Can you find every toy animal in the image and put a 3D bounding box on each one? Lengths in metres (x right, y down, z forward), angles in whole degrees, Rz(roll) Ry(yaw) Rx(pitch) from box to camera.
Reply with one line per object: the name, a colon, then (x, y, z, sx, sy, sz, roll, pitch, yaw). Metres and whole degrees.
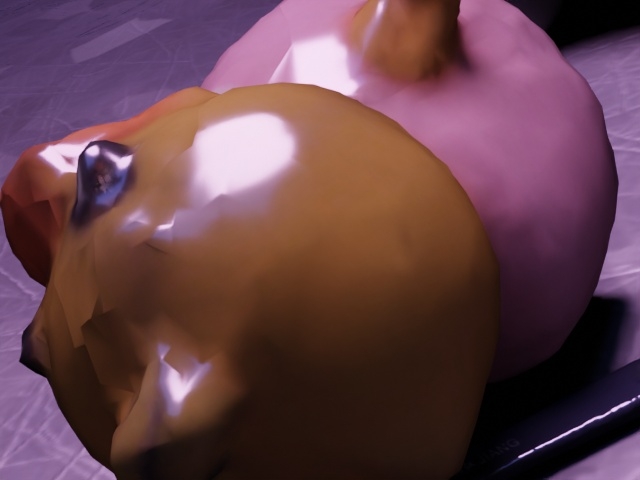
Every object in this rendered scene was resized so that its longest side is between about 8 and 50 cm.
toy animal: (0.003, 0.003, 0.531, 0.169, 0.195, 0.281, 29, 32, 17)

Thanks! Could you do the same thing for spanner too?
spanner: (0.032, 0.084, 0.515, 0.208, 0.012, 0.046, -26, 21, -10)
